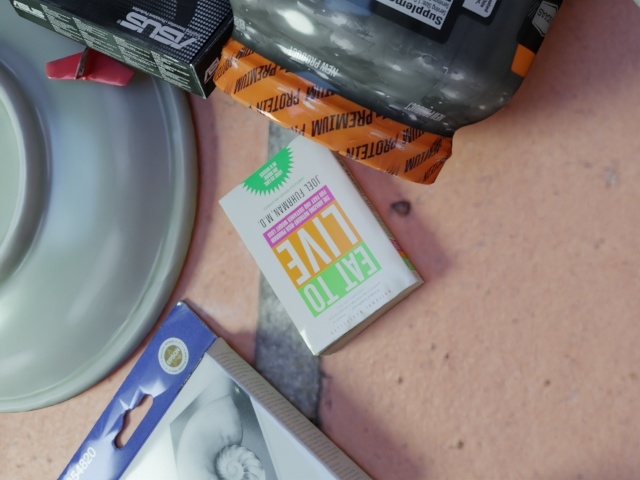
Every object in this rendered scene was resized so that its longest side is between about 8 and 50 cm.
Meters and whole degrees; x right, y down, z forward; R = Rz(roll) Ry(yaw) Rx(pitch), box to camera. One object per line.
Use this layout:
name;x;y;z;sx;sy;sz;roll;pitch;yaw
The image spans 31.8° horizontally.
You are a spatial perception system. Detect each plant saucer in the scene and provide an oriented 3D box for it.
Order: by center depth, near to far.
plant saucer;-0.295;-0.051;0.941;0.401;0.100;0.400;-1;89;25

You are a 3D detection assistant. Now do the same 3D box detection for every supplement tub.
supplement tub;0.073;-0.220;0.708;0.207;0.207;0.338;31;102;23

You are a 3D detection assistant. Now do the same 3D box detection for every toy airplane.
toy airplane;-0.169;-0.174;0.878;0.151;0.028;0.151;0;57;0

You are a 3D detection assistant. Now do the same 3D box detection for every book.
book;0.000;0.000;0.839;0.096;0.035;0.144;-39;72;16

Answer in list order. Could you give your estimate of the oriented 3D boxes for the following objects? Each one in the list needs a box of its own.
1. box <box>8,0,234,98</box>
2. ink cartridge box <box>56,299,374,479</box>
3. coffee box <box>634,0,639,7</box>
box;-0.112;-0.214;0.840;0.191;0.045;0.184;27;67;24
ink cartridge box;-0.103;0.198;0.873;0.224;0.045;0.223;40;106;21
coffee box;0.378;-0.105;0.464;0.338;0.338;0.334;-47;63;18
